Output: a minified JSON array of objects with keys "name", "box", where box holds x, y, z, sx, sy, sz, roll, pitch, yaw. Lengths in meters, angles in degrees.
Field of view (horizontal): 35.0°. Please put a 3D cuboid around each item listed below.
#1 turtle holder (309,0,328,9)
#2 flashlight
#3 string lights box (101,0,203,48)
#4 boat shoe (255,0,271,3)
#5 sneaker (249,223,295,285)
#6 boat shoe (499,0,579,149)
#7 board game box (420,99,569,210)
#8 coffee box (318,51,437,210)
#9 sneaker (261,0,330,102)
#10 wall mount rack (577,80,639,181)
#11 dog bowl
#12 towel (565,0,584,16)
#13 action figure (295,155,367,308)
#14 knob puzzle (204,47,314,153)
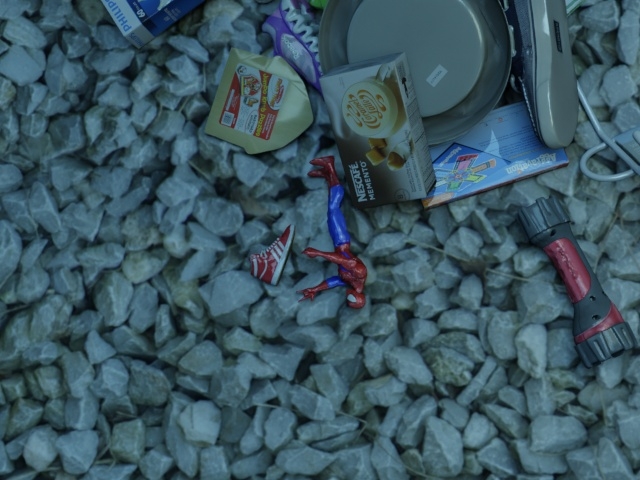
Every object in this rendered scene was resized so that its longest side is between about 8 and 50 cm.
[{"name":"turtle holder","box":[0.060,-0.615,1.936,0.227,0.243,0.320,3,115,20]},{"name":"flashlight","box":[0.439,0.069,1.777,0.103,0.103,0.304,-26,76,0]},{"name":"string lights box","box":[-0.295,-0.507,1.968,0.259,0.077,0.133,-35,76,5]},{"name":"boat shoe","box":[-0.124,-0.573,1.999,0.075,0.065,0.206,-10,75,1]},{"name":"sneaker","box":[-0.090,0.018,1.854,0.067,0.042,0.118,19,79,5]},{"name":"boat shoe","box":[0.373,-0.319,1.869,0.158,0.127,0.341,-12,71,38]},{"name":"board game box","box":[0.303,-0.164,1.884,0.281,0.027,0.145,-17,73,-1]},{"name":"coffee box","box":[0.104,-0.192,1.793,0.141,0.098,0.246,-9,108,21]},{"name":"sneaker","box":[-0.032,-0.346,1.926,0.104,0.095,0.236,-30,89,24]},{"name":"wall mount rack","box":[0.608,-0.254,1.844,0.350,0.130,0.304,-22,40,-3]},{"name":"dog bowl","box":[0.175,-0.350,1.819,0.348,0.102,0.349,7,114,16]},{"name":"towel","box":[0.432,-0.492,1.963,0.113,0.023,0.152,-42,77,-8]},{"name":"action figure","box":[0.000,0.000,1.830,0.139,0.091,0.280,-16,74,-7]},{"name":"knob puzzle","box":[-0.103,-0.255,1.918,0.213,0.030,0.213,1,94,10]}]
